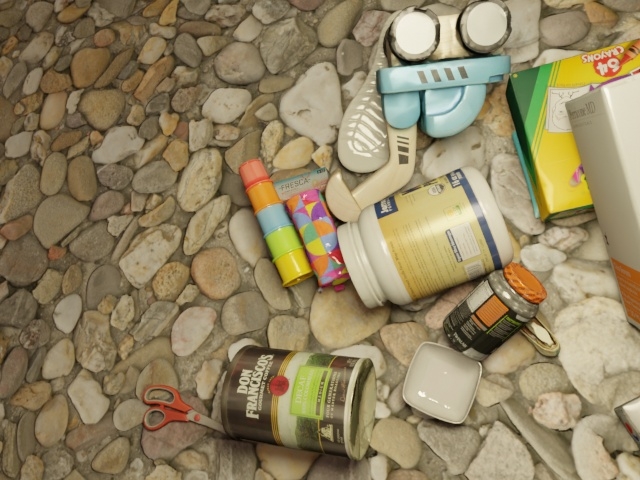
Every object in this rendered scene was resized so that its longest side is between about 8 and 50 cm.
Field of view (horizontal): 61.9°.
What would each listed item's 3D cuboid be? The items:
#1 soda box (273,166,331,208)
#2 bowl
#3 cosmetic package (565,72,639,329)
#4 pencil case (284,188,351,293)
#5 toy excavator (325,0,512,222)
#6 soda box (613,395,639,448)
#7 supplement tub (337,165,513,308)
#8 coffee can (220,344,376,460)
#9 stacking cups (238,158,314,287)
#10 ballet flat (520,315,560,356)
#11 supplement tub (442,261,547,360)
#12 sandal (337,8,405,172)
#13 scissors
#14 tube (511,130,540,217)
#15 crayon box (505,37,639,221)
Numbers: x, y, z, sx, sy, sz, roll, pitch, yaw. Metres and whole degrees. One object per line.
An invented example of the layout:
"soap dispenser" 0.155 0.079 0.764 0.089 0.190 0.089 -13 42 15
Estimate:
"soda box" -0.058 -0.126 1.365 0.183 0.058 0.063 -15 67 14
"bowl" 0.252 0.294 1.105 0.142 0.053 0.142 18 78 24
"cosmetic package" 0.586 -0.057 0.912 0.161 0.230 0.454 -17 94 13
"pencil case" 0.000 0.000 1.231 0.104 0.104 0.237 -25 76 10
"toy excavator" 0.209 -0.276 1.205 0.432 0.222 0.446 -6 104 4
"soda box" 0.678 0.270 0.934 0.286 0.098 0.091 -30 64 8
"supplement tub" 0.215 0.001 1.125 0.316 0.228 0.229 -22 65 11
"coffee can" -0.039 0.332 1.115 0.275 0.201 0.202 1 72 20
"stacking cups" -0.118 -0.045 1.291 0.096 0.096 0.316 -29 80 8
"ballet flat" 0.423 0.163 1.089 0.057 0.052 0.168 -43 63 -1
"supplement tub" 0.343 0.139 1.053 0.190 0.117 0.117 -51 59 29
"sandal" 0.173 -0.361 1.341 0.169 0.102 0.417 23 95 2
"scissors" -0.308 0.411 1.284 0.296 0.021 0.109 -2 69 21
"tube" 0.485 -0.156 1.187 0.080 0.052 0.207 -19 71 18
"crayon box" 0.607 -0.234 1.098 0.362 0.106 0.314 -13 76 11
